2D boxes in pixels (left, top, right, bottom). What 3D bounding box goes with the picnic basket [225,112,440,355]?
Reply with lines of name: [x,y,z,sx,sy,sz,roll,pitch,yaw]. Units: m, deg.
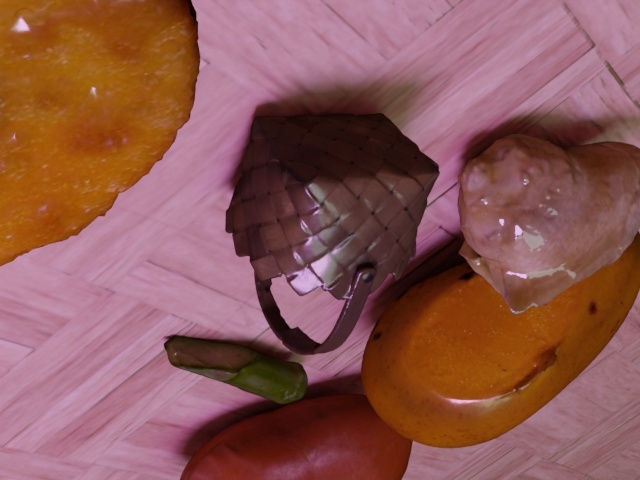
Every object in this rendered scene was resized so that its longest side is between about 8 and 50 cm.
picnic basket: [0.000,0.000,0.872,0.138,0.128,0.178,-4,124,-31]

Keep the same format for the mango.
mango: [0.173,0.078,1.101,0.290,0.160,0.191,-35,168,2]

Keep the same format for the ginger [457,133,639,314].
ginger: [0.200,-0.050,1.002,0.193,0.115,0.122,-33,135,-15]

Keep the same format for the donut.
donut: [-0.209,-0.095,0.586,0.303,0.110,0.303,-20,150,-12]

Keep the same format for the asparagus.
asparagus: [-0.073,0.113,1.069,0.045,0.041,0.178,7,167,33]

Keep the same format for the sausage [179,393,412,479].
sausage: [-0.023,0.227,1.194,0.258,0.133,0.133,-13,146,-24]
